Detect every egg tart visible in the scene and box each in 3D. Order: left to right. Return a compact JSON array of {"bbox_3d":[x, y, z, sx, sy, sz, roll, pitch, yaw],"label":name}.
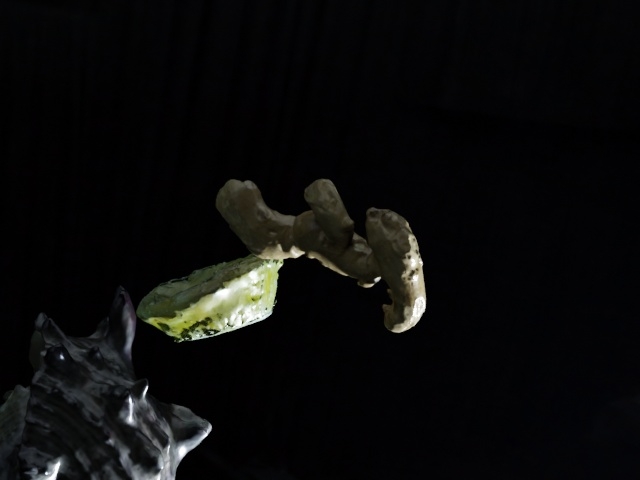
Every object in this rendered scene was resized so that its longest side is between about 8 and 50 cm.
[{"bbox_3d":[-0.130,0.071,1.162,0.197,0.078,0.197,-18,-178,1],"label":"egg tart"}]

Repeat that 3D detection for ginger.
[{"bbox_3d":[0.006,-0.009,1.015,0.258,0.149,0.065,33,-133,11],"label":"ginger"}]

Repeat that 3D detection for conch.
[{"bbox_3d":[-0.230,0.194,0.916,0.240,0.313,0.186,35,-138,31],"label":"conch"}]
